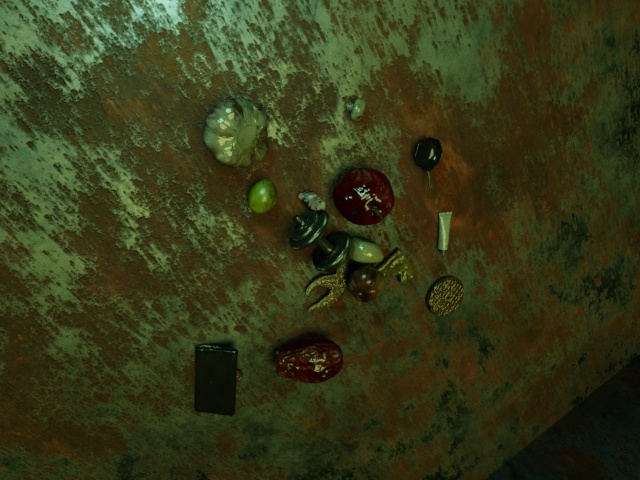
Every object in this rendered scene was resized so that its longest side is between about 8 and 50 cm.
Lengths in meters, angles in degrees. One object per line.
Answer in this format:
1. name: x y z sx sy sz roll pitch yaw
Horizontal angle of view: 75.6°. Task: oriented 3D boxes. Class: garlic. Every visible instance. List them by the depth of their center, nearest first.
1. garlic: -0.282 -0.358 1.373 0.245 0.161 0.244 -23 127 -34

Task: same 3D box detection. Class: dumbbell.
1. dumbbell: 0.000 0.000 1.589 0.192 0.192 0.290 -47 118 0

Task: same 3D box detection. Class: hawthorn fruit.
1. hawthorn fruit: 0.183 -0.148 1.573 0.231 0.266 0.210 -24 134 -8

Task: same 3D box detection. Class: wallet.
1. wallet: -0.431 0.579 1.702 0.171 0.044 0.320 5 108 -3

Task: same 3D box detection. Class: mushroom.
1. mushroom: 0.128 -0.488 1.535 0.079 0.085 0.085 22 102 8

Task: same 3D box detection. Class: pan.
1. pan: 0.430 -0.326 1.717 0.129 0.048 0.201 10 104 -23

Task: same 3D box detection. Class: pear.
1. pear: -0.207 -0.157 1.499 0.107 0.107 0.131 29 86 -28

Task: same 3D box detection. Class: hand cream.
1. hand cream: 0.564 -0.035 1.886 0.067 0.042 0.194 -4 105 -12

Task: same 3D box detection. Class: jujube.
1. jujube: -0.048 0.516 1.762 0.291 0.197 0.197 -4 111 -4

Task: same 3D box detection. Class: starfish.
1. starfish: 0.095 0.202 1.776 0.303 0.060 0.298 20 99 -27

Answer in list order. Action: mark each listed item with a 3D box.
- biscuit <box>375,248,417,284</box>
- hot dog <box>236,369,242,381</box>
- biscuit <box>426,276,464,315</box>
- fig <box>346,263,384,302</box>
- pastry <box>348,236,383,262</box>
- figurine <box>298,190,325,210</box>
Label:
1. biscuit: 0.338 0.146 1.861 0.174 0.039 0.183 -44 117 -3
2. hot dog: -0.367 0.567 1.742 0.083 0.035 0.058 41 88 -28
3. biscuit: 0.610 0.272 2.015 0.213 0.036 0.211 -7 110 -20
4. fig: 0.216 0.158 1.723 0.231 0.143 0.160 -26 133 -37
5. pastry: 0.184 0.042 1.698 0.157 0.156 0.091 8 105 -24
6. figurine: -0.030 -0.146 1.562 0.072 0.129 0.054 -18 127 -19
